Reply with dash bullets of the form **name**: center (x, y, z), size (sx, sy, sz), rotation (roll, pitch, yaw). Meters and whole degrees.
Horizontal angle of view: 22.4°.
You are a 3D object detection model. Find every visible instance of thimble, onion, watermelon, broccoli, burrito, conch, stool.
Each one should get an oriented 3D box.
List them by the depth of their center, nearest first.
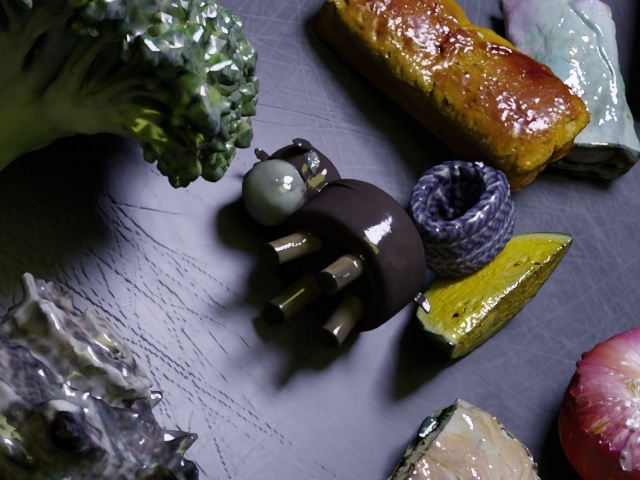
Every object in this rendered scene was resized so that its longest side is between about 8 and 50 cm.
- **conch**: center (-0.224, 0.106, 1.189), size (0.313, 0.186, 0.240), rotation (20, 27, 1)
- **broccoli**: center (-0.197, -0.180, 1.272), size (0.272, 0.324, 0.334), rotation (-20, 33, -15)
- **stool**: center (0.000, 0.000, 1.400), size (0.121, 0.125, 0.217), rotation (-32, 74, -36)
- **onion**: center (0.329, 0.186, 1.477), size (0.230, 0.163, 0.230), rotation (-4, 35, 3)
- **watermelon**: center (0.142, 0.044, 1.478), size (0.075, 0.092, 0.181), rotation (44, 59, 14)
- **thimble**: center (0.125, -0.022, 1.491), size (0.095, 0.066, 0.104), rotation (25, 53, 41)
- **burrito**: center (0.260, -0.177, 1.662), size (0.144, 0.089, 0.228), rotation (6, 65, -32)

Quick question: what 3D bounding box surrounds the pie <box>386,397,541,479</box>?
- **pie**: center (0.135, 0.238, 1.362), size (0.185, 0.052, 0.218), rotation (47, 33, 1)

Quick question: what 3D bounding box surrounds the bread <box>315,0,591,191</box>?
- **bread**: center (0.131, -0.170, 1.558), size (0.271, 0.077, 0.139), rotation (43, 56, 16)
